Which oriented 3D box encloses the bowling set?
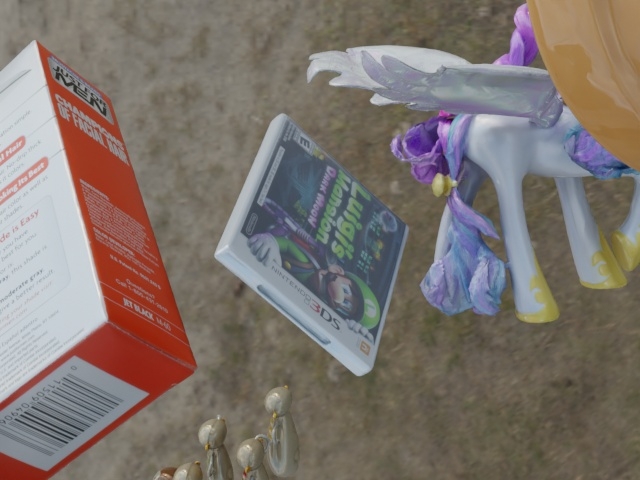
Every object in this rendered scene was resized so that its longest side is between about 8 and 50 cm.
[{"bbox_3d":[-0.154,0.330,1.688,0.200,0.287,0.154,4,124,12],"label":"bowling set"}]

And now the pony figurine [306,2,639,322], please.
[{"bbox_3d":[0.185,-0.105,1.217,0.303,0.351,0.363,-139,44,-69],"label":"pony figurine"}]

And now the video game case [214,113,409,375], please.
[{"bbox_3d":[0.000,0.000,1.077,0.173,0.190,0.022,41,130,-21],"label":"video game case"}]

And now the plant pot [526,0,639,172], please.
[{"bbox_3d":[0.288,-0.165,0.670,0.203,0.291,0.290,-163,68,-67],"label":"plant pot"}]

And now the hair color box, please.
[{"bbox_3d":[-0.117,0.007,0.486,0.093,0.053,0.167,-37,48,14],"label":"hair color box"}]
